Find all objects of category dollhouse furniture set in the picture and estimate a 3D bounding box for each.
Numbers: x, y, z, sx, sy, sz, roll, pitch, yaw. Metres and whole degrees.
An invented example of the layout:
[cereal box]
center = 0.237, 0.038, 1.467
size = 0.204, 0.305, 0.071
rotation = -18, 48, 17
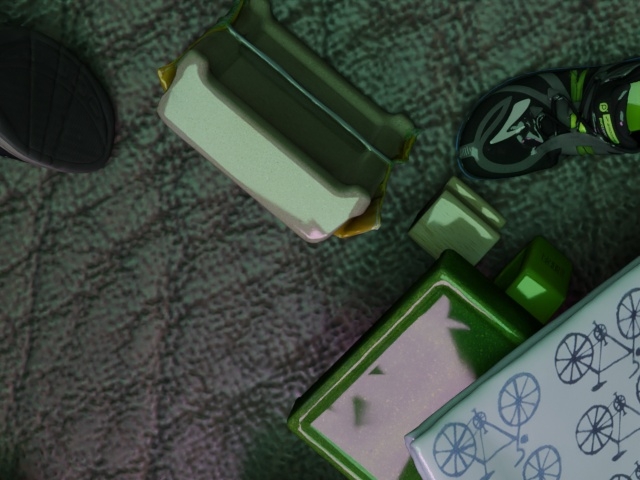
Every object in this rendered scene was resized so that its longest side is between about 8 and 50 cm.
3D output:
[dollhouse furniture set]
center = 0.000, 0.000, 1.296
size = 0.301, 0.197, 0.151
rotation = 40, 112, -3

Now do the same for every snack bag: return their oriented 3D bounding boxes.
[snack bag]
center = 0.220, 0.184, 1.237
size = 0.323, 0.037, 0.342
rotation = -34, 112, -31

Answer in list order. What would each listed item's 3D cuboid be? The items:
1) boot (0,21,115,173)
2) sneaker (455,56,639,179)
[boot]
center = -0.275, -0.101, 1.336
size = 0.178, 0.236, 0.085
rotation = -5, 71, 43
[sneaker]
center = 0.181, -0.087, 1.319
size = 0.188, 0.078, 0.067
rotation = -15, 96, 5
